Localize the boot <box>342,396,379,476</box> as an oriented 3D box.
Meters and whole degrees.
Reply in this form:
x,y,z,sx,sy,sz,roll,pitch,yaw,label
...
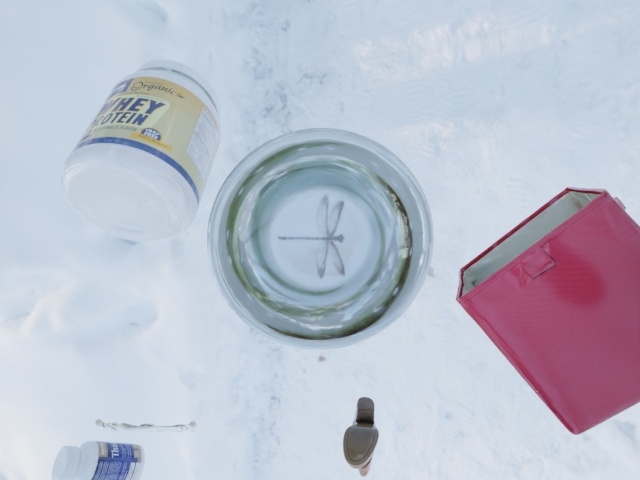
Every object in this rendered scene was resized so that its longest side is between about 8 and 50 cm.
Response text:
x,y,z,sx,sy,sz,roll,pitch,yaw,label
0.094,0.473,0.948,0.072,0.197,0.153,6,109,15,boot

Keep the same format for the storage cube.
x,y,z,sx,sy,sz,roll,pitch,yaw,label
0.305,0.068,0.512,0.215,0.183,0.193,-42,83,20,storage cube

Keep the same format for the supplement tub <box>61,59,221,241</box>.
x,y,z,sx,sy,sz,roll,pitch,yaw,label
-0.323,-0.181,0.824,0.228,0.316,0.228,3,142,2,supplement tub

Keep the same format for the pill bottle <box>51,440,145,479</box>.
x,y,z,sx,sy,sz,roll,pitch,yaw,label
-0.347,0.353,0.666,0.067,0.067,0.120,-30,140,30,pill bottle

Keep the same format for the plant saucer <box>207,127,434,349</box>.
x,y,z,sx,sy,sz,roll,pitch,yaw,label
0.000,0.000,0.782,0.400,0.100,0.401,-1,103,-4,plant saucer

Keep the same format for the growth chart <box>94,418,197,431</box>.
x,y,z,sx,sy,sz,roll,pitch,yaw,label
-0.412,0.452,1.024,0.237,0.021,0.172,10,151,-20,growth chart
